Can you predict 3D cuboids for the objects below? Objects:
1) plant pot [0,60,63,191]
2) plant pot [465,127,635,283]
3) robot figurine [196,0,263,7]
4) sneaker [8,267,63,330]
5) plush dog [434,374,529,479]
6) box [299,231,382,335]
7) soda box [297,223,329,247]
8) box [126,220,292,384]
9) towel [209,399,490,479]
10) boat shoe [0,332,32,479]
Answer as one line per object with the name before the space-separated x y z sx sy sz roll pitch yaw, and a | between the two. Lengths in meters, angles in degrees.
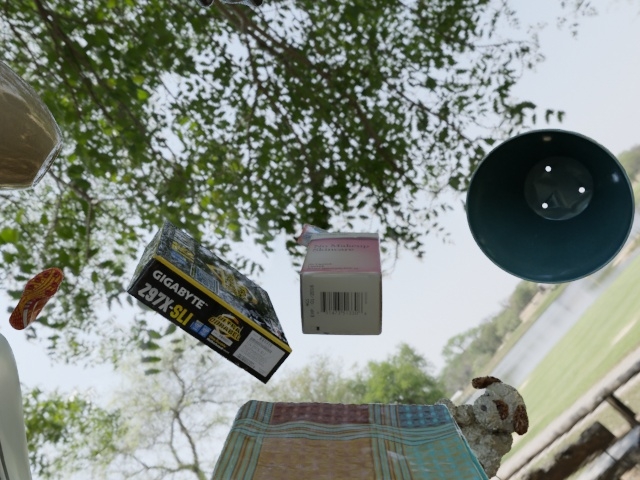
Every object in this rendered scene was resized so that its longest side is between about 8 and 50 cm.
plant pot | -0.679 -0.215 1.206 0.284 0.190 0.284 -48 21 26
plant pot | 0.456 -0.085 1.099 0.195 0.290 0.290 -31 -25 -55
robot figurine | -0.202 -0.617 1.164 0.173 0.209 0.278 -14 -22 17
sneaker | -0.654 0.127 1.287 0.175 0.064 0.067 -48 13 7
plush dog | 0.466 0.493 1.509 0.210 0.262 0.226 24 -76 -30
box | 0.045 0.076 1.088 0.232 0.148 0.127 -77 -14 -71
soda box | 0.000 0.000 1.533 0.058 0.062 0.183 -63 -17 4
box | -0.192 0.091 0.971 0.079 0.257 0.322 -53 16 2
towel | 0.028 0.229 0.512 0.370 0.271 0.040 -89 1 -83
boat shoe | -0.167 0.142 0.242 0.077 0.220 0.070 -25 -14 12
